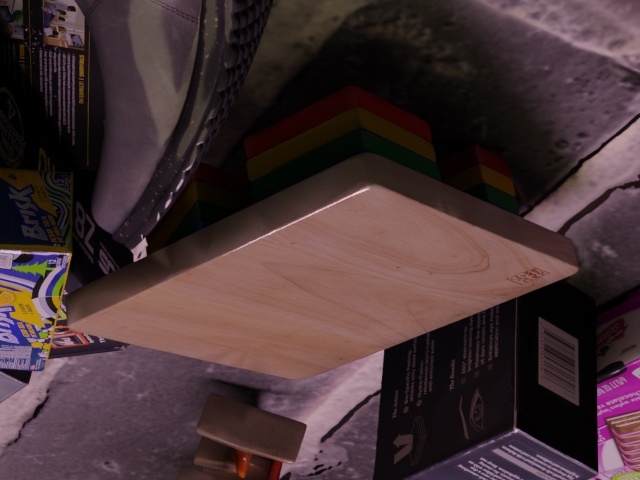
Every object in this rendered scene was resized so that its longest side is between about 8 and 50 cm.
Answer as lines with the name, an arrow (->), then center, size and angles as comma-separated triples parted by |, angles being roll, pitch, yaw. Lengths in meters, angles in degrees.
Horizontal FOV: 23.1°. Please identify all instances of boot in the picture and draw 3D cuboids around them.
boot -> -0.136, -0.167, 0.890 | 0.223, 0.118, 0.338 | 23, 124, -1

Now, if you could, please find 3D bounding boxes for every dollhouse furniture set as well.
dollhouse furniture set -> -0.075, 0.308, 1.404 | 0.135, 0.259, 0.262 | 17, 145, 4

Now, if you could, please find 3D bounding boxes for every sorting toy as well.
sorting toy -> 0.000, 0.000, 1.076 | 0.255, 0.089, 0.257 | -24, 155, 31

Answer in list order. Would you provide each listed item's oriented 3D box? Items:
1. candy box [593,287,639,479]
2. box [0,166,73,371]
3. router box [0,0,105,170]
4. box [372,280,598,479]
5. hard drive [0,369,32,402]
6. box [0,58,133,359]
candy box -> 0.284, 0.144, 1.278 | 0.233, 0.071, 0.159 | 29, 137, -27
box -> -0.189, 0.021, 0.973 | 0.054, 0.059, 0.169 | 3, 151, -15
router box -> -0.160, -0.118, 1.035 | 0.133, 0.046, 0.179 | 9, 143, -3
box -> 0.127, 0.121, 1.206 | 0.093, 0.156, 0.158 | 30, 138, -28
hard drive -> -0.334, 0.126, 1.404 | 0.094, 0.022, 0.135 | 31, 137, -27
box -> -0.331, -0.023, 1.037 | 0.318, 0.097, 0.395 | -6, 153, 8
